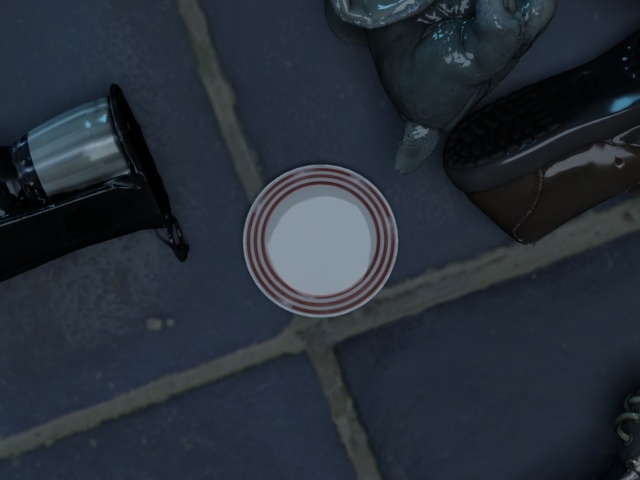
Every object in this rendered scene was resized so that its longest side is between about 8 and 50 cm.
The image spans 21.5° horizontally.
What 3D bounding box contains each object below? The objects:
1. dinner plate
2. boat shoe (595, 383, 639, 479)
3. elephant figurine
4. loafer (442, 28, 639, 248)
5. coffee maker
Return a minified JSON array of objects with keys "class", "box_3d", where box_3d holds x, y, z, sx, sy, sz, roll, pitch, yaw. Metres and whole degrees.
[{"class":"dinner plate","box_3d":[0.000,0.000,1.533,0.141,0.017,0.141,0,100,0]},{"class":"boat shoe","box_3d":[0.323,0.181,1.523,0.355,0.132,0.130,-27,89,-5]},{"class":"elephant figurine","box_3d":[0.069,-0.222,1.446,0.239,0.186,0.169,42,140,4]},{"class":"loafer","box_3d":[0.293,-0.105,1.478,0.366,0.133,0.130,-21,122,13]},{"class":"coffee maker","box_3d":[-0.229,-0.028,1.474,0.178,0.120,0.171,-20,100,3]}]
